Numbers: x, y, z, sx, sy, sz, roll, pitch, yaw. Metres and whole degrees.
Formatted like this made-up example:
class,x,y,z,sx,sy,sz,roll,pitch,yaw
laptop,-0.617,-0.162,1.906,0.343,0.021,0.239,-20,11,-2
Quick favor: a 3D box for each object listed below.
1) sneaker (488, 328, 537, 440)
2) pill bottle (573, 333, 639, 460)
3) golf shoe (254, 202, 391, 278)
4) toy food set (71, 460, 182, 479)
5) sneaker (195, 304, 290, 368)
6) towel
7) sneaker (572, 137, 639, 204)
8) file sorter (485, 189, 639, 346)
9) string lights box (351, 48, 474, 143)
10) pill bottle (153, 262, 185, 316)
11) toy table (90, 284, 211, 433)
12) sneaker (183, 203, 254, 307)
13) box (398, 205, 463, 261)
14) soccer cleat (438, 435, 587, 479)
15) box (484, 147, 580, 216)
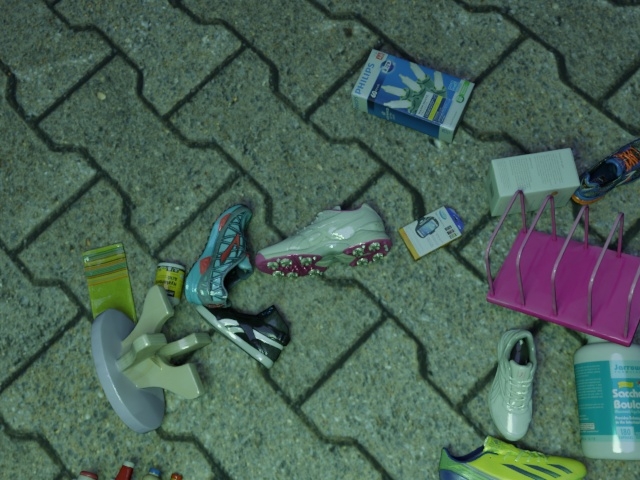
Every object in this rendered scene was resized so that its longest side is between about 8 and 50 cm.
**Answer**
class,x,y,z,sx,sy,sz,roll,pitch,yaw
sneaker,0.395,0.288,1.348,0.090,0.115,0.232,3,74,7
pill bottle,0.583,0.296,1.310,0.146,0.146,0.264,-2,73,6
golf shoe,0.000,0.000,1.493,0.306,0.115,0.140,-10,62,-3
toy food set,-0.414,0.510,1.377,0.232,0.111,0.104,12,63,11
sneaker,-0.162,0.176,1.471,0.217,0.079,0.121,36,73,11
towel,-0.491,0.126,1.544,0.102,0.021,0.237,-17,73,2
sneaker,0.662,-0.159,1.469,0.221,0.087,0.083,-36,74,-5
file sorter,0.497,0.038,1.311,0.290,0.182,0.202,18,60,32
string lights box,0.218,-0.345,1.578,0.259,0.077,0.133,22,78,12
pill bottle,-0.349,0.113,1.509,0.065,0.065,0.116,4,75,7
toy table,-0.354,0.244,1.396,0.161,0.252,0.274,-29,85,14
sneaker,-0.196,0.041,1.479,0.125,0.104,0.262,16,65,16
box,0.255,-0.018,1.503,0.136,0.028,0.081,-27,72,-5
soccer cleat,0.379,0.447,1.315,0.289,0.093,0.121,-7,70,5
box,0.462,-0.126,1.458,0.170,0.130,0.091,-8,72,3
